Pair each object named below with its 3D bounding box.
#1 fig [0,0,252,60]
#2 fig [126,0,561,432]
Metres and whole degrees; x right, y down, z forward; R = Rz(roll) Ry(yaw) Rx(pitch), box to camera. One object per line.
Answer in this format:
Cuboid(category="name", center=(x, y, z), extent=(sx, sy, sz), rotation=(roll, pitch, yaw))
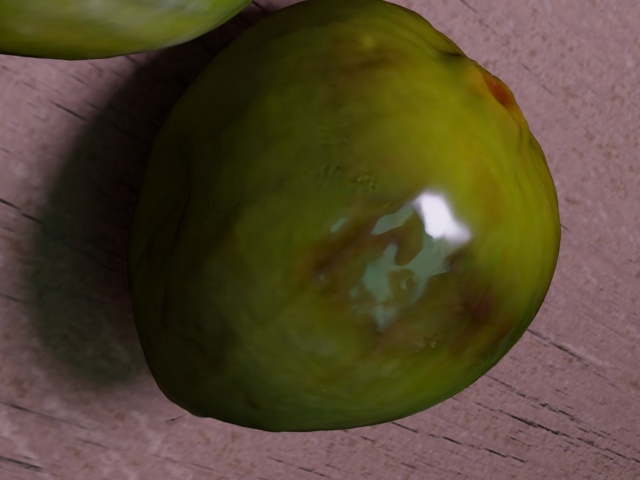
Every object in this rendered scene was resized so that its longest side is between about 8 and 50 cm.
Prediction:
Cuboid(category="fig", center=(-0.065, -0.164, 0.574), extent=(0.314, 0.233, 0.233), rotation=(10, 114, -42))
Cuboid(category="fig", center=(0.003, 0.000, 0.805), extent=(0.230, 0.207, 0.207), rotation=(-43, 142, -1))
